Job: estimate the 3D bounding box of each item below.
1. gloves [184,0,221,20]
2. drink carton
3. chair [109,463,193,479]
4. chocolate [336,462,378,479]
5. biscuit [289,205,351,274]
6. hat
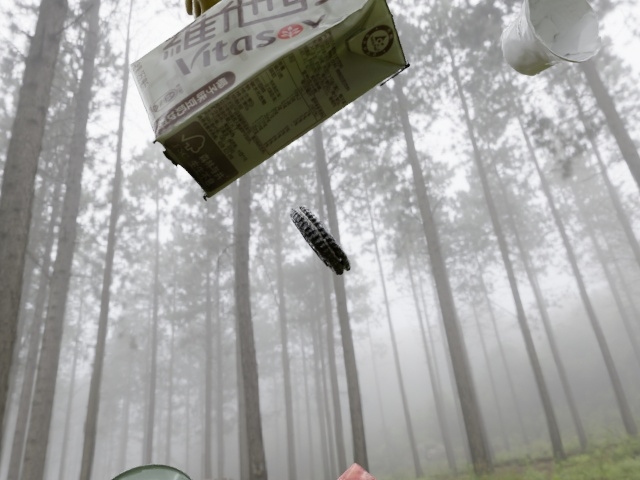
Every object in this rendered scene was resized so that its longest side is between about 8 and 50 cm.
[{"bbox_3d":[-0.265,-0.610,1.281,0.116,0.133,0.294,-28,-6,-31],"label":"gloves"},{"bbox_3d":[-0.078,-0.231,0.720,0.325,0.194,0.132,-33,-38,2],"label":"drink carton"},{"bbox_3d":[-0.254,0.504,0.799,0.203,0.274,0.190,-19,-64,-4],"label":"chair"},{"bbox_3d":[0.062,0.468,0.738,0.235,0.237,0.108,-27,-41,-46],"label":"chocolate"},{"bbox_3d":[0.000,0.000,1.240,0.053,0.194,0.194,-38,-30,-4],"label":"biscuit"},{"bbox_3d":[0.444,-0.411,1.091,0.203,0.203,0.126,8,-18,-24],"label":"hat"}]
